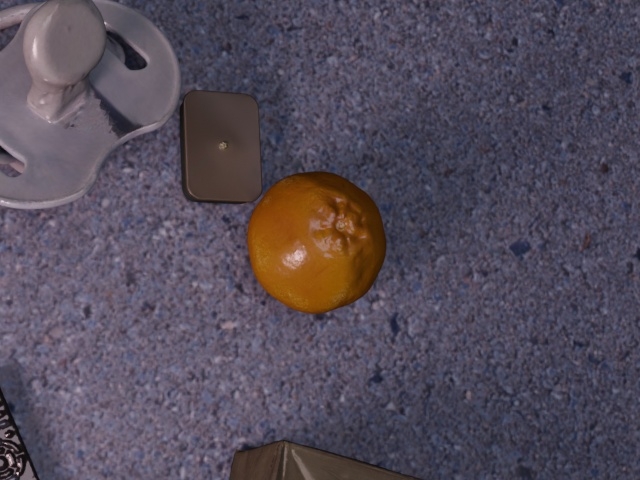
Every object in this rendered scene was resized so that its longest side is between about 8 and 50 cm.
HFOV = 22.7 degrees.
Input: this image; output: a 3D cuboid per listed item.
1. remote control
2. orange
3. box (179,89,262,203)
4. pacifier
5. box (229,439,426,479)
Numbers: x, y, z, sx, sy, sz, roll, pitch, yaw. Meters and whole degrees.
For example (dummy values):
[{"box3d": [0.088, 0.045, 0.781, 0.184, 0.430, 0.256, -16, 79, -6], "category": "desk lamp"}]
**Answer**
[{"box3d": [-0.313, 0.251, 1.608, 0.063, 0.025, 0.245, -22, 88, -25], "category": "remote control"}, {"box3d": [0.000, 0.000, 1.739, 0.159, 0.136, 0.159, 7, 73, -23], "category": "orange"}, {"box3d": [-0.112, -0.102, 1.770, 0.091, 0.031, 0.126, 1, 78, -23], "category": "box"}, {"box3d": [-0.276, -0.174, 1.622, 0.227, 0.207, 0.279, 41, 65, 9], "category": "pacifier"}, {"box3d": [0.021, 0.315, 1.670, 0.231, 0.149, 0.155, 20, 71, -18], "category": "box"}]
